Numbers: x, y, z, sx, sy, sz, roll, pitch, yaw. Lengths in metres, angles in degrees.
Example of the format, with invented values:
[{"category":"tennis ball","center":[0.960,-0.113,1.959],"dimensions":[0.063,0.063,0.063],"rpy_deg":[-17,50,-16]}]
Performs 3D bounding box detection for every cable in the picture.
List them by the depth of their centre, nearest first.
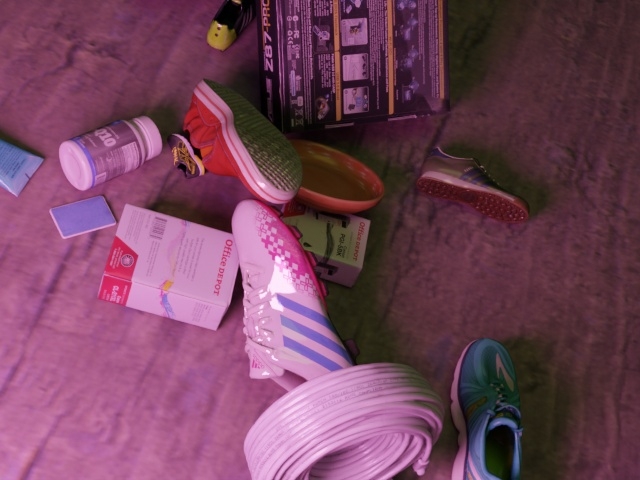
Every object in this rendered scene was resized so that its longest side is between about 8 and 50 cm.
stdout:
[{"category":"cable","center":[0.032,0.243,1.393],"dimensions":[0.257,0.257,0.089],"rpy_deg":[-9,54,-25]}]

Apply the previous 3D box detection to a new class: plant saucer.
[{"category":"plant saucer","center":[0.001,-0.095,1.724],"dimensions":[0.200,0.037,0.200],"rpy_deg":[16,26,-8]}]

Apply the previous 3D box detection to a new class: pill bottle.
[{"category":"pill bottle","center":[-0.307,-0.132,1.650],"dimensions":[0.137,0.078,0.078],"rpy_deg":[-28,69,-34]}]

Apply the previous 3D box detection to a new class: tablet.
[{"category":"tablet","center":[-0.342,-0.034,1.614],"dimensions":[0.083,0.006,0.054],"rpy_deg":[-18,64,-29]}]

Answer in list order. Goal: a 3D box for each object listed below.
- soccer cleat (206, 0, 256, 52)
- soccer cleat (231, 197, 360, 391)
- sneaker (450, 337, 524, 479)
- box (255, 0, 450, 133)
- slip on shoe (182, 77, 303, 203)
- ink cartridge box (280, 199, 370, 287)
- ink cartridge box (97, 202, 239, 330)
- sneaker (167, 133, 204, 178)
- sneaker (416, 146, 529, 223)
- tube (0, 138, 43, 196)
[{"category":"soccer cleat","center":[-0.141,-0.394,1.902],"dimensions":[0.060,0.072,0.179],"rpy_deg":[25,51,-2]},{"category":"soccer cleat","center":[-0.056,0.104,1.513],"dimensions":[0.143,0.116,0.331],"rpy_deg":[-27,87,-25]},{"category":"sneaker","center":[0.248,0.252,1.561],"dimensions":[0.107,0.110,0.275],"rpy_deg":[12,52,-12]},{"category":"box","center":[0.053,-0.384,1.798],"dimensions":[0.318,0.394,0.097],"rpy_deg":[-10,16,-24]},{"category":"slip on shoe","center":[-0.120,-0.131,1.638],"dimensions":[0.123,0.101,0.331],"rpy_deg":[19,19,-34]},{"category":"ink cartridge box","center":[0.000,0.000,1.683],"dimensions":[0.135,0.056,0.099],"rpy_deg":[17,51,-7]},{"category":"ink cartridge box","center":[-0.208,0.038,1.568],"dimensions":[0.175,0.072,0.127],"rpy_deg":[17,52,-8]},{"category":"sneaker","center":[-0.212,-0.129,1.713],"dimensions":[0.035,0.031,0.083],"rpy_deg":[-30,70,-34]},{"category":"sneaker","center":[0.258,-0.099,1.842],"dimensions":[0.192,0.064,0.086],"rpy_deg":[18,57,-3]},{"category":"tube","center":[-0.508,-0.140,1.605],"dimensions":[0.207,0.052,0.080],"rpy_deg":[28,56,-6]}]
